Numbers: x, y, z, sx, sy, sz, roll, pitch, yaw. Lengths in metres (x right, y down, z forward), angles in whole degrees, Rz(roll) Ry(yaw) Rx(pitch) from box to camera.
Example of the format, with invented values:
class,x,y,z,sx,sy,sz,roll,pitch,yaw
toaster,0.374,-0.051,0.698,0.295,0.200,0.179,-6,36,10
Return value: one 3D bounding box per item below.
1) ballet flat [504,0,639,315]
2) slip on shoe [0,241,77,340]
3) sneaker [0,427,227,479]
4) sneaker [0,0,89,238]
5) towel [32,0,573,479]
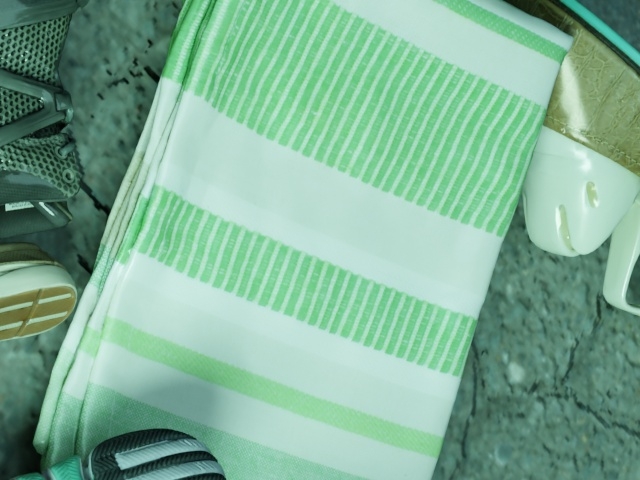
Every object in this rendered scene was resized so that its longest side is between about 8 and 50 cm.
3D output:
class,x,y,z,sx,sy,sz,roll,pitch,yaw
ballet flat,0.200,-0.023,1.188,0.342,0.116,0.124,36,82,-33
slip on shoe,-0.183,0.027,0.912,0.135,0.051,0.041,-13,52,-31
sneaker,-0.151,0.159,0.898,0.224,0.098,0.083,-9,49,-19
sneaker,-0.147,-0.088,0.927,0.130,0.087,0.227,48,61,-25
towel,0.000,0.000,1.015,0.248,0.038,0.324,21,84,-34
